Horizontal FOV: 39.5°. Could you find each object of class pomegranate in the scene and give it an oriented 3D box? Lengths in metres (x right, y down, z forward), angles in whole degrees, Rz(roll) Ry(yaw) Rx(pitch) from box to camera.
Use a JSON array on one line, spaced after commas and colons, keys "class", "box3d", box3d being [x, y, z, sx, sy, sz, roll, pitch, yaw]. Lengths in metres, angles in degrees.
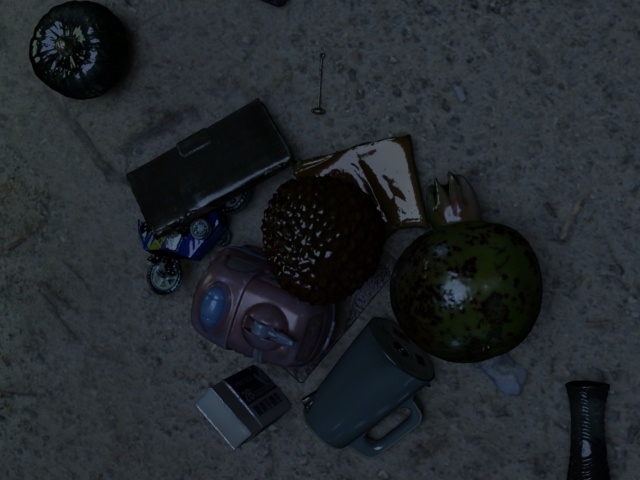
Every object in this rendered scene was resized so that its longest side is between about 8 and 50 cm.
[{"class": "pomegranate", "box3d": [0.252, 0.043, 1.604, 0.285, 0.285, 0.340, -16, 64, 18]}]

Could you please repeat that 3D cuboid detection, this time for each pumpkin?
[{"class": "pumpkin", "box3d": [-0.504, -0.397, 1.858, 0.212, 0.152, 0.211, -5, 78, 24]}]

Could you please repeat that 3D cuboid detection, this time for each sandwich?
[{"class": "sandwich", "box3d": [0.077, -0.080, 1.738, 0.245, 0.063, 0.212, -13, 89, 18]}]

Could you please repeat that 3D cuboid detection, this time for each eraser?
[{"class": "eraser", "box3d": [-0.150, 0.325, 1.757, 0.068, 0.210, 0.124, -44, 80, 16]}]

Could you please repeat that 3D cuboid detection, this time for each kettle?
[{"class": "kettle", "box3d": [0.103, 0.300, 1.728, 0.211, 0.160, 0.243, 34, 112, -16]}]

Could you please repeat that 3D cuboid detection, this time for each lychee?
[{"class": "lychee", "box3d": [0.000, 0.000, 1.614, 0.236, 0.271, 0.235, 6, 122, 10]}]

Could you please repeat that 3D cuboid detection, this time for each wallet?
[{"class": "wallet", "box3d": [-0.220, -0.142, 1.773, 0.317, 0.044, 0.169, -30, 67, 2]}]

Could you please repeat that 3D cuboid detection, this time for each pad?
[{"class": "pad", "box3d": [-0.020, 0.102, 1.811, 0.220, 0.004, 0.330, 41, 104, 11]}]

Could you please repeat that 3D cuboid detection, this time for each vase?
[{"class": "vase", "box3d": [0.487, 0.378, 1.622, 0.116, 0.115, 0.237, -2, 87, 18]}]

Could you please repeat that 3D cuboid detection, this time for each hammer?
[{"class": "hammer", "box3d": [-0.001, -0.312, 1.779, 0.029, 0.014, 0.122, 4, 92, 8]}]

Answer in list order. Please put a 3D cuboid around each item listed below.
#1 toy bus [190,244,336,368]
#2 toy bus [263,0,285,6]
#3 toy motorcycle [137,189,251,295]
[{"class": "toy bus", "box3d": [-0.123, 0.136, 1.721, 0.294, 0.232, 0.197, 23, 100, 14]}, {"class": "toy bus", "box3d": [-0.085, -0.556, 1.745, 0.087, 0.098, 0.178, 27, 101, 14]}, {"class": "toy motorcycle", "box3d": [-0.275, -0.042, 1.832, 0.169, 0.113, 0.315, 41, 95, 21]}]
